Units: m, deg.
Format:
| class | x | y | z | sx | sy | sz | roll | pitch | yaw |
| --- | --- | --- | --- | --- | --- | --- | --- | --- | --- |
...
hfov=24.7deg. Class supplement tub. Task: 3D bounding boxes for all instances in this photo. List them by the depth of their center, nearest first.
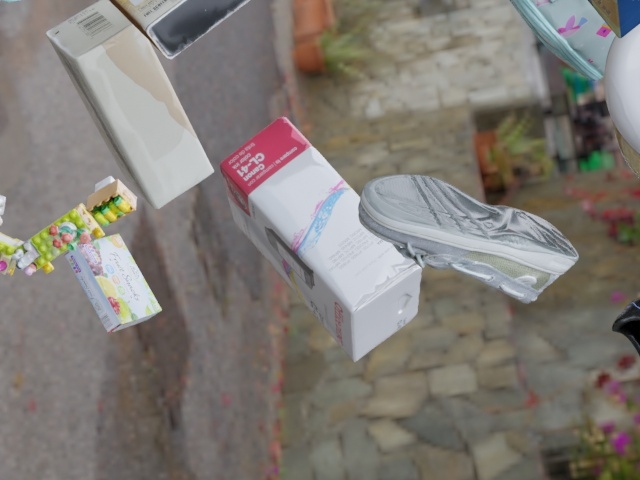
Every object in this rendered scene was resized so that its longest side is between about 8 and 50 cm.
| class | x | y | z | sx | sy | sz | roll | pitch | yaw |
| --- | --- | --- | --- | --- | --- | --- | --- | --- | --- |
| supplement tub | 0.491 | -0.175 | 1.866 | 0.331 | 0.241 | 0.241 | 29 | 51 | -73 |

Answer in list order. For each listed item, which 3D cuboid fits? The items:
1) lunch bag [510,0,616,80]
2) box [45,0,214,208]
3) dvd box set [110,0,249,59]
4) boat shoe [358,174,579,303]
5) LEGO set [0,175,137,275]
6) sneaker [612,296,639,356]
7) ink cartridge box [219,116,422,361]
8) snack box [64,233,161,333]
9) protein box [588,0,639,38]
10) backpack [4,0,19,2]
| class | x | y | z | sx | sy | sz | roll | pitch | yaw |
| --- | --- | --- | --- | --- | --- | --- | --- | --- | --- |
| lunch bag | 0.330 | -0.372 | 2.135 | 0.224 | 0.108 | 0.279 | 16 | 36 | -58 |
| box | -0.305 | -0.219 | 2.364 | 0.148 | 0.121 | 0.311 | 41 | -20 | 50 |
| dvd box set | -0.172 | -0.423 | 2.002 | 0.062 | 0.308 | 0.420 | 56 | -7 | -36 |
| boat shoe | 0.168 | 0.006 | 1.735 | 0.320 | 0.103 | 0.118 | 13 | 31 | -39 |
| LEGO set | -0.358 | -0.005 | 1.680 | 0.107 | 0.287 | 0.132 | -56 | 148 | -69 |
| sneaker | 0.450 | 0.162 | 1.764 | 0.232 | 0.090 | 0.081 | 50 | -31 | 26 |
| ink cartridge box | 0.000 | 0.000 | 2.141 | 0.306 | 0.131 | 0.226 | 50 | -13 | 20 |
| snack box | -0.317 | 0.065 | 2.240 | 0.100 | 0.037 | 0.141 | -19 | 76 | -57 |
| protein box | 0.340 | -0.337 | 1.490 | 0.136 | 0.200 | 0.201 | 54 | 7 | 12 |
| backpack | -0.273 | -0.308 | 1.195 | 0.253 | 0.191 | 0.225 | 31 | 73 | -85 |
